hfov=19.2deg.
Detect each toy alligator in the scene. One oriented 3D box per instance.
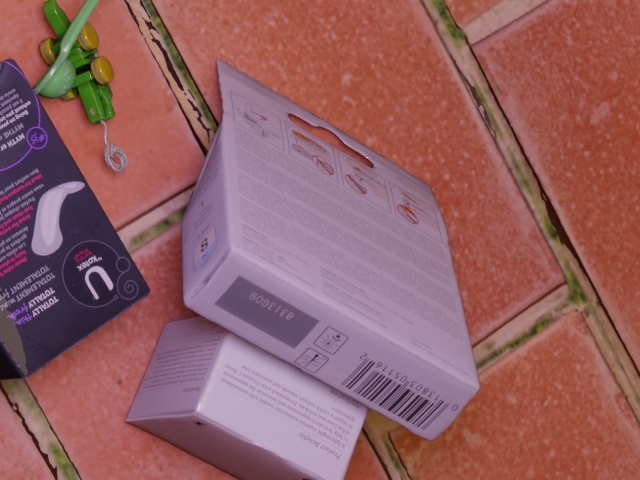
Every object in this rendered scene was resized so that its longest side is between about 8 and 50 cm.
[{"bbox_3d":[-0.237,-0.163,1.959,0.189,0.056,0.051,67,21,-7],"label":"toy alligator"}]

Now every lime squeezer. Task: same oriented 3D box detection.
[{"bbox_3d":[-0.251,-0.137,1.910,0.110,0.059,0.310,7,104,13],"label":"lime squeezer"}]

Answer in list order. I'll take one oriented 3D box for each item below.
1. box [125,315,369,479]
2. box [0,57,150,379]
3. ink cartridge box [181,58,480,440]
[{"bbox_3d":[-0.072,0.167,1.936,0.181,0.182,0.119,31,69,-23],"label":"box"},{"bbox_3d":[-0.318,-0.016,1.843,0.165,0.143,0.270,-35,101,-28],"label":"box"},{"bbox_3d":[0.000,0.000,1.967,0.308,0.385,0.091,30,116,-23],"label":"ink cartridge box"}]
